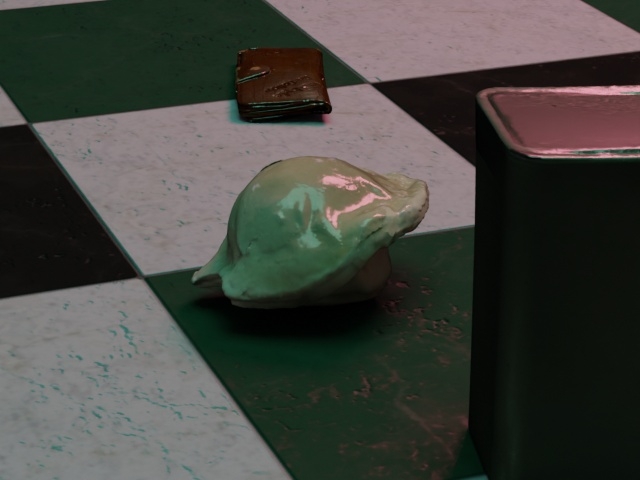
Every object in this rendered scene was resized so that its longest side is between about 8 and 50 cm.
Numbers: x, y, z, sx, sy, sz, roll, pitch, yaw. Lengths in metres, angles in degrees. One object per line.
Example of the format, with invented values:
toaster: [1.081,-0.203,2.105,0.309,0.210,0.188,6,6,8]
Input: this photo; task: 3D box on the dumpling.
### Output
dumpling: [0.000,0.000,1.375,0.199,0.118,0.136,-27,29,-9]

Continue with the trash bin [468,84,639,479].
trash bin: [0.182,0.032,1.156,0.164,0.240,0.122,-3,25,-7]

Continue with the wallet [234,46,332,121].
wallet: [-0.039,-0.160,1.817,0.095,0.026,0.176,-2,24,-1]
